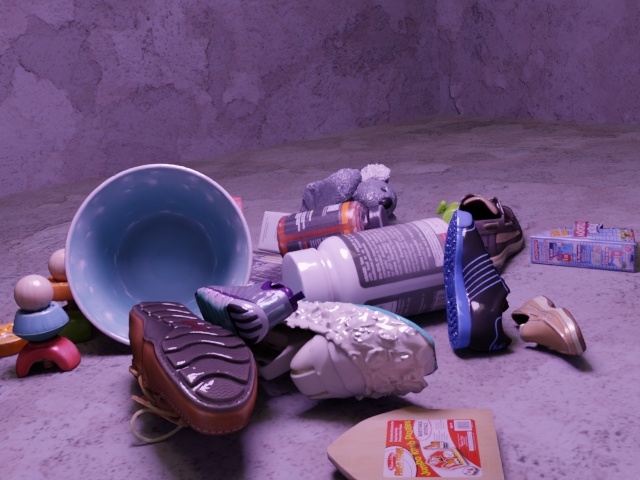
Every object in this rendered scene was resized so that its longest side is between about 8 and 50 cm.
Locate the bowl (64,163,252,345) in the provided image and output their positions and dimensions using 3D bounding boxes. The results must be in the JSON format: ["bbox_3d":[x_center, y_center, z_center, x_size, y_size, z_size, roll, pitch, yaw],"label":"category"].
[{"bbox_3d":[-0.276,0.031,1.358,0.312,0.311,0.163,-7,-4,-6],"label":"bowl"}]

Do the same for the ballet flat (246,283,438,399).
[{"bbox_3d":[-0.015,0.160,1.084,0.147,0.147,0.409,-17,15,-35],"label":"ballet flat"}]

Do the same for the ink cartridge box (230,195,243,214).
[{"bbox_3d":[-0.279,-0.030,1.820,0.198,0.115,0.067,-18,21,-40],"label":"ink cartridge box"}]

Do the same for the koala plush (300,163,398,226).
[{"bbox_3d":[0.087,-0.083,1.774,0.221,0.196,0.203,-21,12,-34],"label":"koala plush"}]

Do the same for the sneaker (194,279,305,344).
[{"bbox_3d":[-0.103,0.095,1.098,0.098,0.083,0.224,-27,16,-25],"label":"sneaker"}]

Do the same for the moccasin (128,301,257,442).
[{"bbox_3d":[-0.188,0.185,1.028,0.139,0.147,0.380,2,6,-32],"label":"moccasin"}]

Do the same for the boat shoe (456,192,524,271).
[{"bbox_3d":[0.350,-0.033,1.599,0.132,0.130,0.355,1,17,20],"label":"boat shoe"}]

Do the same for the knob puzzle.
[{"bbox_3d":[0.105,0.248,0.874,0.213,0.030,0.213,-5,16,1],"label":"knob puzzle"}]

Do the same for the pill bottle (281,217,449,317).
[{"bbox_3d":[0.087,0.061,1.298,0.283,0.161,0.161,-10,16,-18],"label":"pill bottle"}]

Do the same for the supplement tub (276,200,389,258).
[{"bbox_3d":[0.026,-0.013,1.419,0.198,0.106,0.106,-11,14,18],"label":"supplement tub"}]

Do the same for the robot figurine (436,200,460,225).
[{"bbox_3d":[0.317,-0.050,1.787,0.101,0.067,0.115,25,20,5],"label":"robot figurine"}]

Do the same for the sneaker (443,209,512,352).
[{"bbox_3d":[0.246,0.063,1.200,0.090,0.232,0.081,5,-23,-6],"label":"sneaker"}]

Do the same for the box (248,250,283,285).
[{"bbox_3d":[-0.121,0.079,1.495,0.231,0.056,0.183,7,19,39],"label":"box"}]

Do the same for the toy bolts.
[{"bbox_3d":[-0.489,0.115,1.295,0.218,0.158,0.228,-8,16,-11],"label":"toy bolts"}]

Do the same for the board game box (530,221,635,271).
[{"bbox_3d":[0.525,0.004,1.543,0.194,0.060,0.194,1,17,19],"label":"board game box"}]

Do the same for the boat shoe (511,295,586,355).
[{"bbox_3d":[0.336,0.136,1.154,0.072,0.068,0.190,-18,6,1],"label":"boat shoe"}]

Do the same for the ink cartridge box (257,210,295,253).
[{"bbox_3d":[0.000,0.000,1.591,0.208,0.086,0.153,8,-4,37],"label":"ink cartridge box"}]
